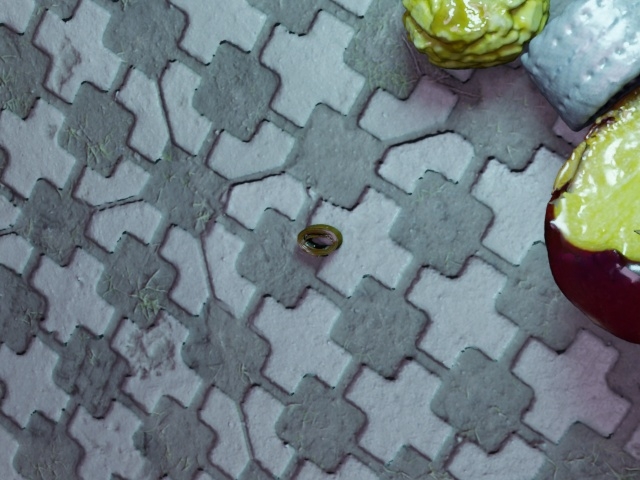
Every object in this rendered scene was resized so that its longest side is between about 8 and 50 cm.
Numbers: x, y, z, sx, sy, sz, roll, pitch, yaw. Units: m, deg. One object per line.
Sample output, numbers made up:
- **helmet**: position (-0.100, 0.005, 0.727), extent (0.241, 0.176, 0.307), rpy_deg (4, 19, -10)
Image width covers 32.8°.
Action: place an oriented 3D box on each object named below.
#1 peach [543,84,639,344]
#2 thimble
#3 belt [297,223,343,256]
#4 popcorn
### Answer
- **peach**: position (0.553, -0.054, 1.673), extent (0.417, 0.353, 0.339), rpy_deg (-61, 41, 30)
- **thimble**: position (0.452, -0.306, 1.735), extent (0.157, 0.217, 0.245), rpy_deg (52, 127, 8)
- **belt**: position (0.000, 0.000, 2.067), extent (0.083, 0.036, 0.059), rpy_deg (3, 106, 22)
- **popcorn**: position (0.256, -0.396, 1.806), extent (0.249, 0.249, 0.225), rpy_deg (1, 85, 22)
